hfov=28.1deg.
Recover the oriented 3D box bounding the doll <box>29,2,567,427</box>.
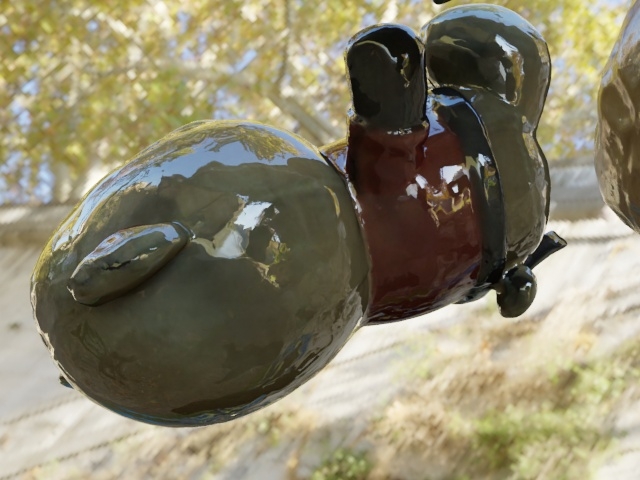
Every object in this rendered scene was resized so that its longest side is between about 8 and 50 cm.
[{"bbox_3d":[0.000,0.000,0.724,0.174,0.329,0.235,63,-21,13],"label":"doll"}]

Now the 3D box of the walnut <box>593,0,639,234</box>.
[{"bbox_3d":[0.451,-0.139,1.303,0.383,0.383,0.384,27,-34,21],"label":"walnut"}]

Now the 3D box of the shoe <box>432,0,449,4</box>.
[{"bbox_3d":[0.059,-0.147,0.587,0.195,0.078,0.079,10,7,-9],"label":"shoe"}]
